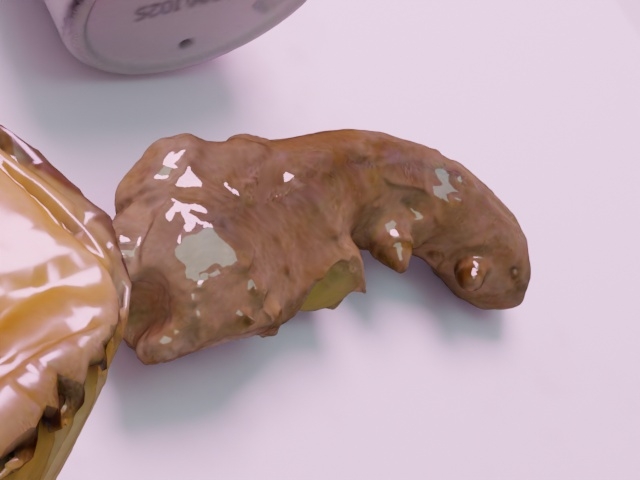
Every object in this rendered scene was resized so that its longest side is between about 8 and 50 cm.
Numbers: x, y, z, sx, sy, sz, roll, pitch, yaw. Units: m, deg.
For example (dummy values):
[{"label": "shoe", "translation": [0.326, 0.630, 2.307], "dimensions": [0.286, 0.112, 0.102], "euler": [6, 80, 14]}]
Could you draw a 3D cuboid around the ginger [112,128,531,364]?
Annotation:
[{"label": "ginger", "translation": [0.000, -0.003, 0.557], "dimensions": [0.173, 0.051, 0.069], "euler": [-9, 68, -37]}]

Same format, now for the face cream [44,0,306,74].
[{"label": "face cream", "translation": [-0.104, -0.224, 0.607], "dimensions": [0.102, 0.102, 0.345], "euler": [-10, 66, -40]}]

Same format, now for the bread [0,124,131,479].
[{"label": "bread", "translation": [-0.137, 0.045, 0.384], "dimensions": [0.132, 0.114, 0.190], "euler": [41, 35, 11]}]
